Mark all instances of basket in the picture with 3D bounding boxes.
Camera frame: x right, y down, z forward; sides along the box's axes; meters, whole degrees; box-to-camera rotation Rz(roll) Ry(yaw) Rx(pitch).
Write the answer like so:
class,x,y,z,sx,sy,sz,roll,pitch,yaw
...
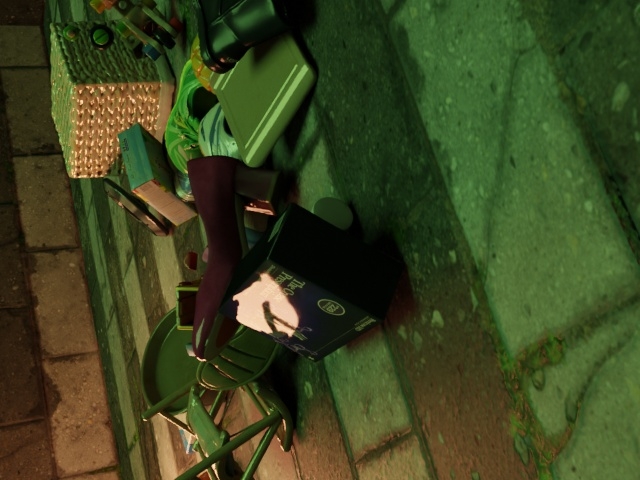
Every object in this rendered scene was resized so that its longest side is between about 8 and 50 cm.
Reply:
class,x,y,z,sx,sy,sz,roll,pitch,yaw
basket,-0.569,-0.381,2.269,0.331,0.266,0.328,105,148,-42

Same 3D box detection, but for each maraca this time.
class,x,y,z,sx,sy,sz,roll,pitch,yaw
maraca,-0.191,-0.328,1.651,0.127,0.099,0.186,17,134,57

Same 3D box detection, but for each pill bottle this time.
class,x,y,z,sx,sy,sz,roll,pitch,yaw
pill bottle,0.000,0.000,1.317,0.137,0.078,0.078,115,141,-48

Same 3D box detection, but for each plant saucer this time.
class,x,y,z,sx,sy,sz,roll,pitch,yaw
plant saucer,-0.324,0.283,2.001,0.277,0.041,0.278,-21,57,35

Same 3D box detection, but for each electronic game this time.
class,x,y,z,sx,sy,sz,roll,pitch,yaw
electronic game,-0.504,-0.090,2.304,0.229,0.048,0.229,39,171,8

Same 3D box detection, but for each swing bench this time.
class,x,y,z,sx,sy,sz,roll,pitch,yaw
swing bench,-0.188,0.355,1.675,0.255,0.165,0.253,-48,32,0

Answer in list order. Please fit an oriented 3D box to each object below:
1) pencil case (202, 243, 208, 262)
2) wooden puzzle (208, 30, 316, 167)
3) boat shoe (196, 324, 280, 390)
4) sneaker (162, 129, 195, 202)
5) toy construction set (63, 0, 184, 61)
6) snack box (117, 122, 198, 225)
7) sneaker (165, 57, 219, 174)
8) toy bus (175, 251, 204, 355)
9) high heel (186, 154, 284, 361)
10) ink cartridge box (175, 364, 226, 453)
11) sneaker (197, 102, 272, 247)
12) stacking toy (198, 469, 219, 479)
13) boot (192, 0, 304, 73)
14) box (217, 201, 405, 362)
class,x,y,z,sx,sy,sz,roll,pitch,yaw
pencil case,-0.214,-0.048,1.768,0.098,0.095,0.210,2,97,32
wooden puzzle,-0.102,-0.281,1.478,0.221,0.044,0.239,-54,48,32
boat shoe,-0.120,0.153,1.533,0.302,0.113,0.103,-48,24,26
sneaker,-0.315,-0.193,1.994,0.081,0.080,0.211,-46,56,39
toy construction set,-0.451,-0.595,2.054,0.237,0.257,0.309,-137,66,-72
snack box,-0.389,-0.155,2.021,0.207,0.070,0.175,44,-159,-57
sneaker,-0.266,-0.252,1.812,0.124,0.109,0.296,-115,31,-44
toy bus,-0.228,0.130,1.796,0.191,0.104,0.202,68,-151,-48
high heel,-0.196,0.022,1.444,0.127,0.181,0.377,80,-156,-56
ink cartridge box,-0.300,0.407,2.071,0.140,0.082,0.191,62,145,40
sneaker,-0.151,-0.135,1.586,0.131,0.111,0.297,-37,67,49
stacking toy,-0.262,0.712,2.017,0.141,0.141,0.331,-173,84,-65
boot,-0.124,-0.426,1.418,0.207,0.094,0.247,-24,67,39
box,-0.022,0.071,1.235,0.261,0.184,0.103,-44,22,61
